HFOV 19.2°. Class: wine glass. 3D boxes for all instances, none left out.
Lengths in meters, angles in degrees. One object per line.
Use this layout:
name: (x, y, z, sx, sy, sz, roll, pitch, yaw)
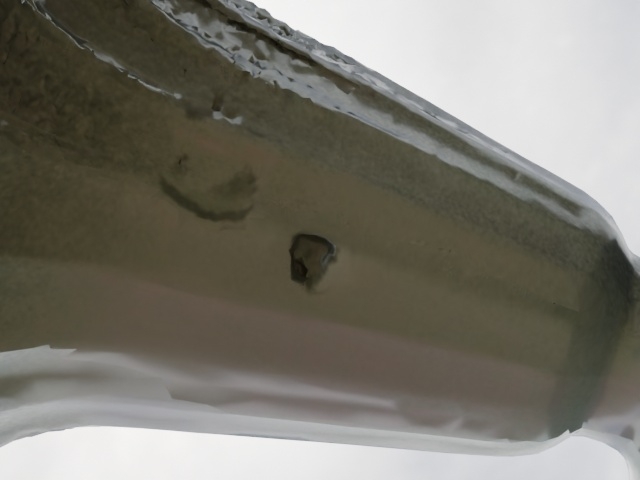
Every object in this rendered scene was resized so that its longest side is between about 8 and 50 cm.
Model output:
wine glass: (0.000, 0.000, 0.376, 0.196, 0.165, 0.165, 15, -95, 3)
